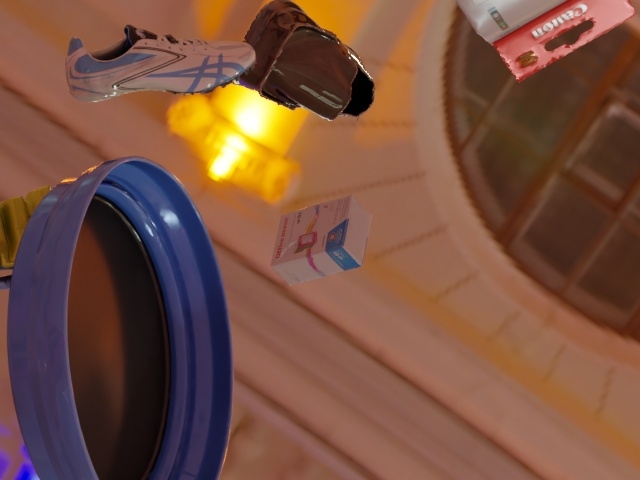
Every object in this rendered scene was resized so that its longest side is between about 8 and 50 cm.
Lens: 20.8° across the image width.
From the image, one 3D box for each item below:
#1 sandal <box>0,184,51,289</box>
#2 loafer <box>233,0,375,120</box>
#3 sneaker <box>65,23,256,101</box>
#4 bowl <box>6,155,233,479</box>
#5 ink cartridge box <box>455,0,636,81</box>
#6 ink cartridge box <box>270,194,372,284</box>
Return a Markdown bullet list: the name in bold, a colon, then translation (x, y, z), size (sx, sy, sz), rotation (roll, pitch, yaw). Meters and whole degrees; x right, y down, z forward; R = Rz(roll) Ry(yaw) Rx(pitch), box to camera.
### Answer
- **sandal**: translation (-0.384, 0.011, 1.875), size (0.317, 0.138, 0.126), rotation (6, -124, -24)
- **loafer**: translation (-0.008, -0.240, 2.397), size (0.130, 0.134, 0.366), rotation (34, -167, 17)
- **sneaker**: translation (-0.189, -0.219, 2.090), size (0.237, 0.086, 0.085), rotation (-9, -156, -19)
- **bowl**: translation (-0.199, 0.111, 1.777), size (0.077, 0.391, 0.391), rotation (-6, -155, 19)
- **ink cartridge box**: translation (0.277, -0.294, 2.138), size (0.225, 0.181, 0.056), rotation (49, -162, -40)
- **ink cartridge box**: translation (0.000, 0.000, 2.327), size (0.052, 0.122, 0.088), rotation (43, -135, -37)
